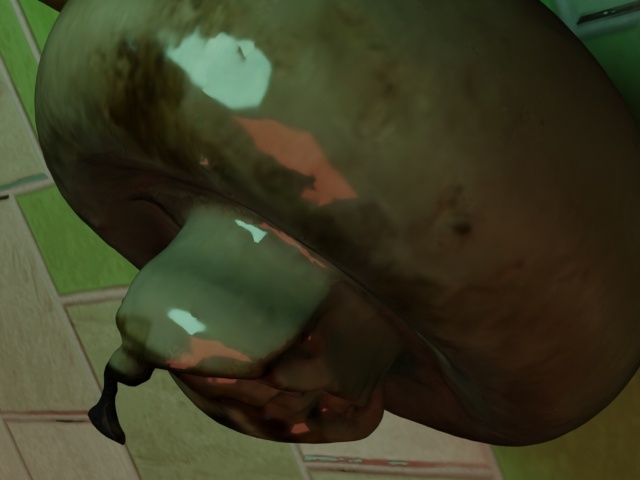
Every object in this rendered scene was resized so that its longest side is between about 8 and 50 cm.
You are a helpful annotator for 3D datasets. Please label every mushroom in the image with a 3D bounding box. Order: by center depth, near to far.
[{"bbox_3d":[0.000,0.000,0.649,0.362,0.295,0.362,28,161,11],"label":"mushroom"}]

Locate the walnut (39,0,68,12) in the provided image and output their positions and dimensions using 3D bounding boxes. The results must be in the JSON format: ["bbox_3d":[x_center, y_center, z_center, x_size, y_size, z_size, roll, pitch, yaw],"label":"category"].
[{"bbox_3d":[-0.137,-0.257,0.734,0.261,0.225,0.225,45,138,6],"label":"walnut"}]
